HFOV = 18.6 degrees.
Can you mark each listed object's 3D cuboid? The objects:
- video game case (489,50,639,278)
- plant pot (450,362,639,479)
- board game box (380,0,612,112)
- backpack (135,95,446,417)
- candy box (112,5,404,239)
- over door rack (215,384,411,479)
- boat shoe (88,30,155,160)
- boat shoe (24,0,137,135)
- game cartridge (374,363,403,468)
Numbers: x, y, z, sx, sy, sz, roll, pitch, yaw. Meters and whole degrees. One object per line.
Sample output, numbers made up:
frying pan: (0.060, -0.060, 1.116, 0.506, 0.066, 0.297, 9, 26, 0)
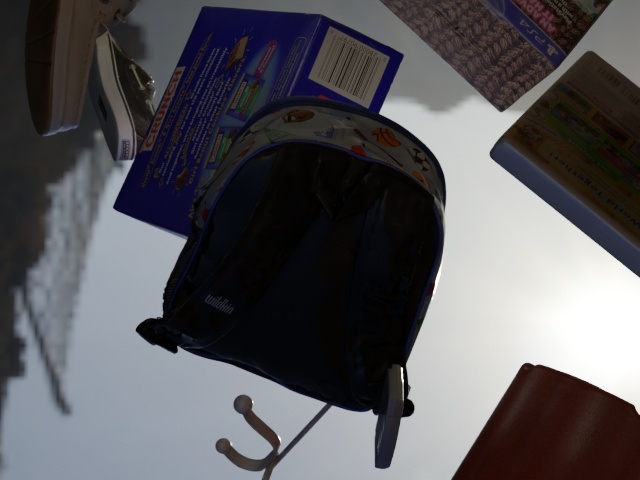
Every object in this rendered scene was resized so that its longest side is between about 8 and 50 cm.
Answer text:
video game case: (0.253, -0.036, 1.470, 0.227, 0.026, 0.206, 40, -146, 5)
plant pot: (0.234, 0.281, 1.941, 0.272, 0.265, 0.272, 28, 173, 4)
board game box: (0.243, -0.347, 2.383, 0.291, 0.232, 0.141, -49, -175, -30)
backpack: (0.000, 0.000, 1.840, 0.276, 0.263, 0.213, 18, -145, -11)
candy box: (-0.076, -0.116, 2.154, 0.122, 0.268, 0.317, 25, 177, -29)
over door rack: (-0.057, 0.269, 2.025, 0.108, 0.239, 0.324, 31, 147, -19)
boat shoe: (-0.247, -0.185, 2.466, 0.070, 0.078, 0.219, -4, -127, -20)
boat shoe: (-0.193, -0.223, 1.683, 0.096, 0.277, 0.098, 8, 178, -25)
game cartridge: (0.060, 0.157, 1.717, 0.017, 0.083, 0.056, 9, -145, -1)
